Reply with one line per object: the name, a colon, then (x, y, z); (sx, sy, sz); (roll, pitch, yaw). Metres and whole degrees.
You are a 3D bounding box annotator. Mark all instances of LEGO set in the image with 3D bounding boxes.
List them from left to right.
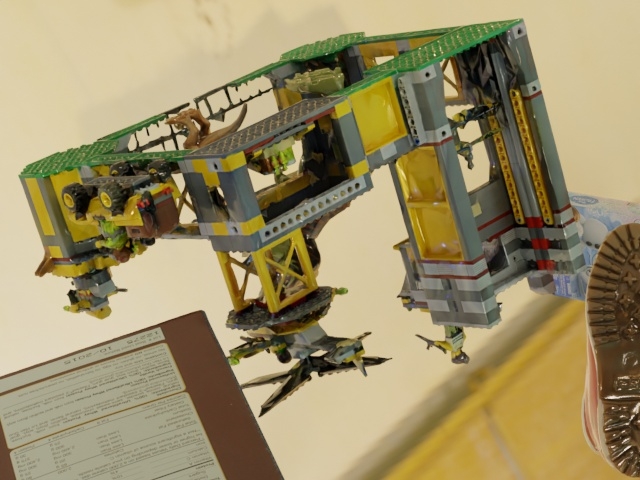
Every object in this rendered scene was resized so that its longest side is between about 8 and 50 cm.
LEGO set: (0.000, 0.000, 1.057); (0.255, 0.192, 0.331); (-4, 19, 41)

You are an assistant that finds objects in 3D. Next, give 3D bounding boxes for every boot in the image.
boot: (0.190, 0.068, 1.112); (0.059, 0.157, 0.084); (2, -1, -5)

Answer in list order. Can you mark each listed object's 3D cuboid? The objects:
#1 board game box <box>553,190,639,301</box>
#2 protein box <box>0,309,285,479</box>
board game box: (0.214, 0.009, 1.310); (0.090, 0.090, 0.020); (10, 39, 30)
protein box: (-0.072, 0.181, 0.832); (0.136, 0.199, 0.201); (-19, 33, -9)
